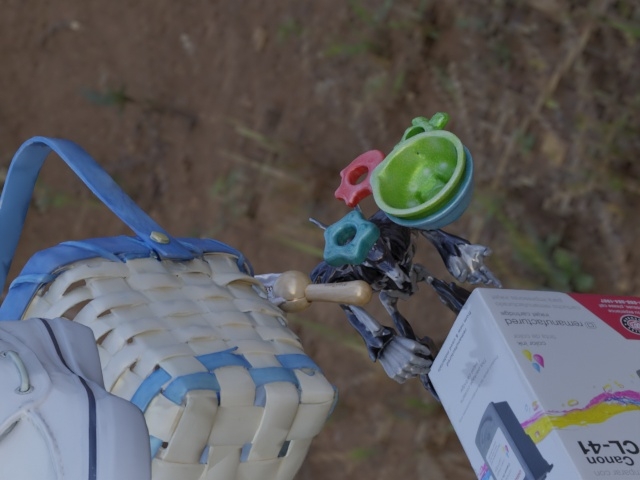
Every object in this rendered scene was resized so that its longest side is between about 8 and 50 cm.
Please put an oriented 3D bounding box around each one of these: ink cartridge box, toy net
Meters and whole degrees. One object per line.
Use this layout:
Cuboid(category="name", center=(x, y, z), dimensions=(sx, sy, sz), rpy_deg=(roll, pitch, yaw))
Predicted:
Cuboid(category="ink cartridge box", center=(0.266, 0.193, 1.682), dimensions=(0.131, 0.226, 0.306), rpy_deg=(-66, 34, 33))
Cuboid(category="toy net", center=(0.000, 0.000, 1.191), dimensions=(0.232, 0.045, 0.122), rpy_deg=(-37, 41, 9))

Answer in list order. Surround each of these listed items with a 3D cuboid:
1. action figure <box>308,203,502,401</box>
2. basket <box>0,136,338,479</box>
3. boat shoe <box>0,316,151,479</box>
Cuboid(category="action figure", center=(0.096, 0.051, 1.759), dimensions=(0.164, 0.275, 0.141), rpy_deg=(-48, 50, -3))
Cuboid(category="basket", center=(-0.143, 0.103, 1.122), dimensions=(0.289, 0.201, 0.254), rpy_deg=(36, 114, 35))
Cuboid(category="boat shoe", center=(-0.124, 0.089, 0.740), dimensions=(0.226, 0.076, 0.083), rpy_deg=(-142, 62, -70))
